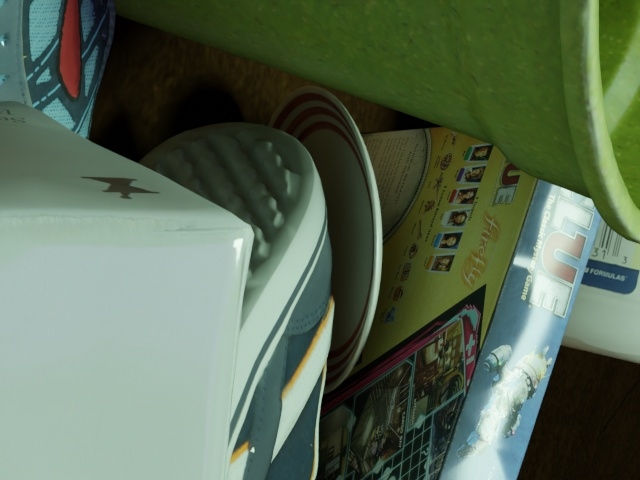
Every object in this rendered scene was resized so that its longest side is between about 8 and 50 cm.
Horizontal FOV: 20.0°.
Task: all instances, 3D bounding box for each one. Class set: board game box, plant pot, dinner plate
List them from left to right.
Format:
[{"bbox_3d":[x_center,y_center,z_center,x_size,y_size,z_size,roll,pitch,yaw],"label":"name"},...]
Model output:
[{"bbox_3d":[0.000,0.000,0.833,0.017,0.141,0.141,-1,105,-26],"label":"dinner plate"},{"bbox_3d":[0.034,0.064,0.831,0.042,0.165,0.243,28,75,-31],"label":"board game box"},{"bbox_3d":[0.037,-0.157,0.686,0.276,0.253,0.276,-36,132,-52],"label":"plant pot"}]

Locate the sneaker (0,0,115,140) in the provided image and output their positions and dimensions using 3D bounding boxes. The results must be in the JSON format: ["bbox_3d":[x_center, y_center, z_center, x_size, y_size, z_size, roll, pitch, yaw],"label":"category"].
[{"bbox_3d":[-0.126,-0.086,0.601,0.125,0.104,0.262,-58,157,-55],"label":"sneaker"}]

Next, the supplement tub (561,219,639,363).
[{"bbox_3d":[0.200,-0.091,1.061,0.235,0.235,0.325,17,86,-64],"label":"supplement tub"}]

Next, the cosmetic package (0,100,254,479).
[{"bbox_3d":[-0.158,0.161,0.473,0.217,0.156,0.385,0,103,-32],"label":"cosmetic package"}]

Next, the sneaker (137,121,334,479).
[{"bbox_3d":[-0.082,0.104,0.716,0.321,0.126,0.127,-54,149,-33],"label":"sneaker"}]
